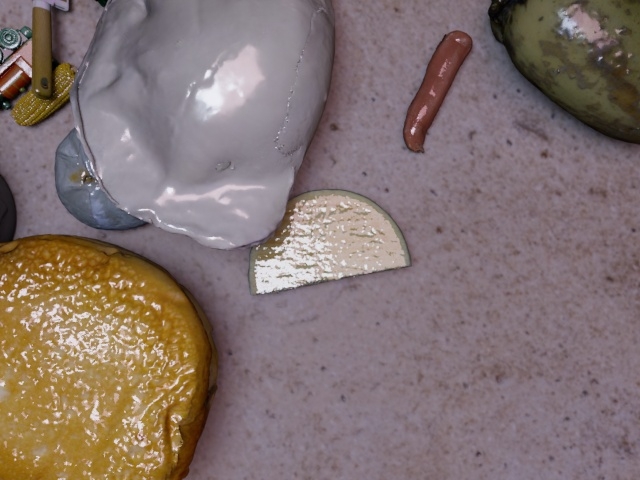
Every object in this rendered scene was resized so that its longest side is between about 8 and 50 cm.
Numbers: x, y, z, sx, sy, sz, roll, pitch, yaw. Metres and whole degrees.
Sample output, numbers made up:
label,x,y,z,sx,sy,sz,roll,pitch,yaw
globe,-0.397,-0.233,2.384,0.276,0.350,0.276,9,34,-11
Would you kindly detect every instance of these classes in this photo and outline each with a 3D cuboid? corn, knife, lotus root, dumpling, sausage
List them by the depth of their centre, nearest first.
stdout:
label,x,y,z,sx,sy,sz,roll,pitch,yaw
dumpling,-0.118,-0.182,0.672,0.260,0.181,0.341,13,101,-8
knife,-0.312,-0.279,0.726,0.046,0.022,0.256,8,74,-48
lotus root,0.342,-0.213,0.728,0.309,0.173,0.173,31,86,-10
corn,-0.315,-0.167,0.732,0.092,0.037,0.037,-39,91,-4
sausage,0.138,-0.181,0.764,0.042,0.036,0.158,23,87,5

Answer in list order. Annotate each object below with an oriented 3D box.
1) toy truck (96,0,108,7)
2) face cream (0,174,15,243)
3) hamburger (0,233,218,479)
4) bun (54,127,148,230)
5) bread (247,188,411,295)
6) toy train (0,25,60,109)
label,x,y,z,sx,sy,sz,roll,pitch,yaw
toy truck,-0.209,-0.328,0.723,0.147,0.079,0.065,-33,92,-5
face cream,-0.429,-0.029,0.641,0.175,0.195,0.175,0,88,-2
hamburger,-0.265,0.141,0.659,0.314,0.170,0.290,22,84,-2
bun,-0.233,-0.079,0.712,0.140,0.083,0.141,0,91,-4
bread,0.003,-0.004,0.751,0.192,0.036,0.112,-11,84,-1
toy train,-0.359,-0.195,0.728,0.103,0.044,0.064,-44,102,-4
